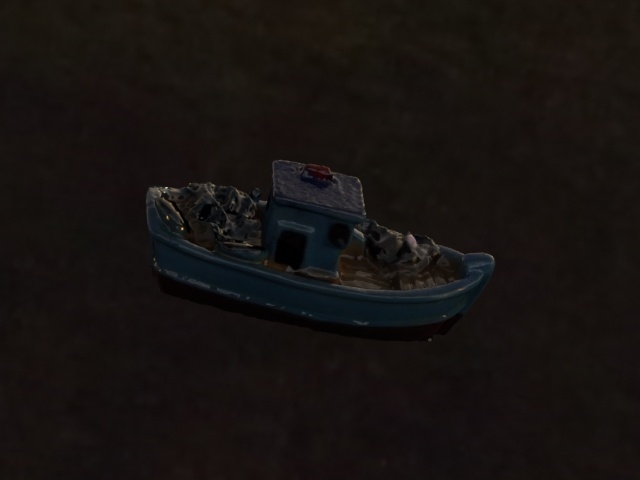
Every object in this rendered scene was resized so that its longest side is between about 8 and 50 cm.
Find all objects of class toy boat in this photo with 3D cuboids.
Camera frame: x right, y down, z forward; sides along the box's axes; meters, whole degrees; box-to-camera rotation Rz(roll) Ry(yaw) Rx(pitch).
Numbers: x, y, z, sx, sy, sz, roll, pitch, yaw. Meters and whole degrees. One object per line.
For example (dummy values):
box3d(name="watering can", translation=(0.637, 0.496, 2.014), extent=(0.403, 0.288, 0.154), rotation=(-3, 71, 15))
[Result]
box3d(name="toy boat", translation=(0.000, 0.000, 1.114), extent=(0.223, 0.097, 0.100), rotation=(11, 29, -11))
